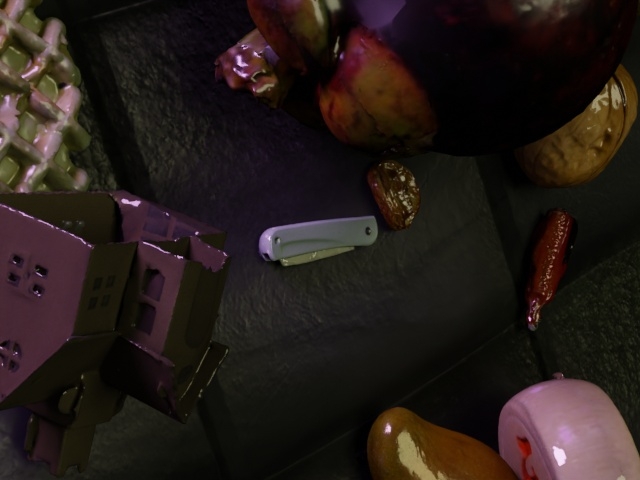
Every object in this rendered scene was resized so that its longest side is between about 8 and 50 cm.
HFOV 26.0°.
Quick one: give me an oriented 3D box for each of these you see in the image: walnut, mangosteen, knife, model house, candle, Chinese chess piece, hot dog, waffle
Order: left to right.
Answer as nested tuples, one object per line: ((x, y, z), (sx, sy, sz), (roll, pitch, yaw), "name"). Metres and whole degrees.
((-0.336, -0.120, 1.206), (0.309, 0.056, 0.292), (-12, 93, -42), "waffle")
((-0.191, 0.099, 1.223), (0.211, 0.204, 0.243), (-5, 114, -57), "model house")
((0.000, 0.000, 1.504), (0.162, 0.023, 0.044), (-8, 89, -41), "knife")
((0.084, -0.051, 1.574), (0.058, 0.035, 0.083), (-38, 110, -41), "hot dog")
((0.108, -0.266, 1.411), (0.381, 0.421, 0.381), (-13, 90, -71), "mangosteen")
((0.280, 0.038, 1.736), (0.053, 0.048, 0.162), (20, 69, -1), "candle")
((0.288, 0.289, 1.571), (0.102, 0.273, 0.273), (-12, 94, -8), "Chinese chess piece")
((0.313, -0.150, 1.701), (0.144, 0.144, 0.180), (-13, 135, -41), "walnut")

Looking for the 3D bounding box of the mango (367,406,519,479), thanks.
((0.137, 0.274, 1.548), (0.227, 0.099, 0.136), (39, 66, -22), "mango")

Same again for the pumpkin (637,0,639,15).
((0.373, -0.352, 1.729), (0.317, 0.222, 0.139), (-19, 104, -43), "pumpkin")
